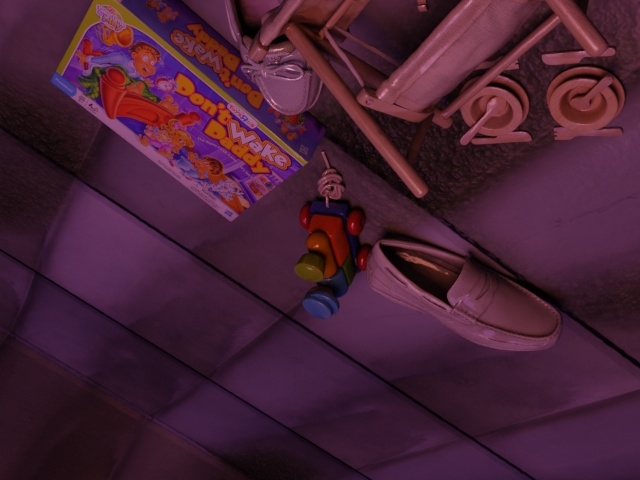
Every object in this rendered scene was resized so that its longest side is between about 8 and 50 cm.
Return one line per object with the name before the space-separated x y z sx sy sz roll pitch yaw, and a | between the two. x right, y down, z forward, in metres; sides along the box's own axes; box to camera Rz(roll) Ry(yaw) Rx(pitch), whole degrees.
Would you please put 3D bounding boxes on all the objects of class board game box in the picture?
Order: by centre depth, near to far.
board game box | -0.196 -0.200 1.021 0.347 0.078 0.233 39 142 -16

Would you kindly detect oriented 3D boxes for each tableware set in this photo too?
tableware set | 0.256 -0.159 0.830 0.194 0.039 0.128 1 137 30

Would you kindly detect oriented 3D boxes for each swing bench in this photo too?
swing bench | 0.107 -0.229 0.708 0.254 0.165 0.253 39 133 -12

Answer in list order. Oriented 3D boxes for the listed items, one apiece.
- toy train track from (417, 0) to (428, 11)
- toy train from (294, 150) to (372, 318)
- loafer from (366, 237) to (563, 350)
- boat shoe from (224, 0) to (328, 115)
toy train track | 0.106 -0.292 0.779 0.048 0.014 0.083 3 139 28
toy train | 0.000 0.000 1.092 0.105 0.143 0.248 7 140 23
loafer | 0.222 0.081 1.087 0.319 0.112 0.111 18 152 12
boat shoe | -0.064 -0.273 0.828 0.118 0.103 0.321 14 142 16
